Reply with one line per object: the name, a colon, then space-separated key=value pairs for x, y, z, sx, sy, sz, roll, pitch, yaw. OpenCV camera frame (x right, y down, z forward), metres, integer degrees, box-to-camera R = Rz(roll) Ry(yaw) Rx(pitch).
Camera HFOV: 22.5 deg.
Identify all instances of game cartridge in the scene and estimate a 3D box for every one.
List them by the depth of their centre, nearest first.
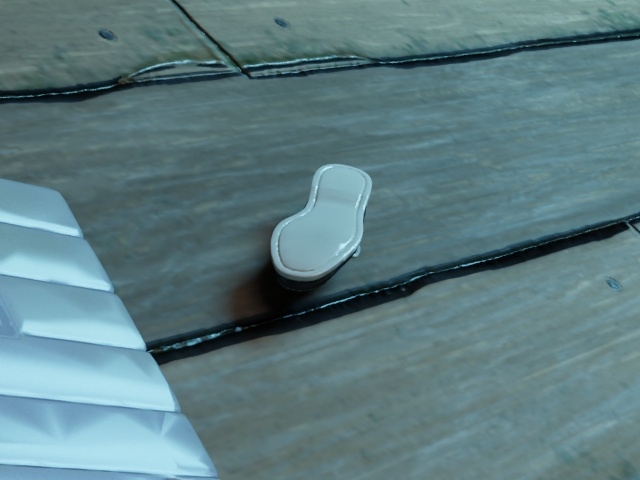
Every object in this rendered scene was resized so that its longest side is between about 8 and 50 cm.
game cartridge: x=-0.208 y=0.038 z=0.589 sx=0.355 sy=0.068 sz=0.230 roll=13 pitch=29 yaw=-45

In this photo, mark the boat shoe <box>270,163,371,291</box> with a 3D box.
boat shoe: x=0.000 y=0.000 z=0.884 sx=0.046 sy=0.038 sz=0.125 roll=12 pitch=30 yaw=4
